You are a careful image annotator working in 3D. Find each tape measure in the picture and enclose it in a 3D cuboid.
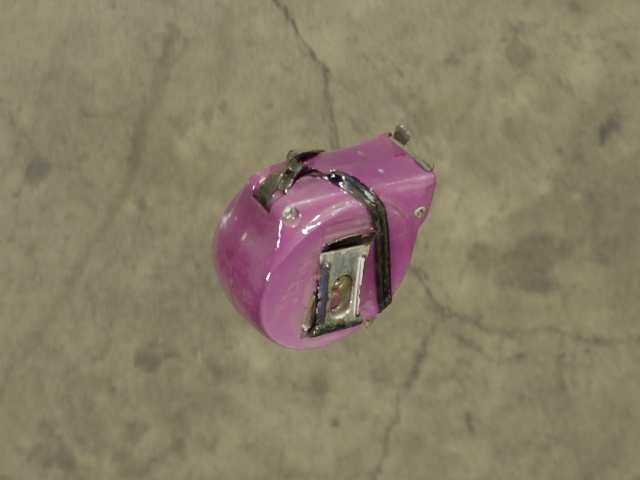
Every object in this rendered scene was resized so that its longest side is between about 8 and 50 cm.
[{"bbox_3d":[0.000,0.000,0.915,0.118,0.074,0.125,-15,131,-31],"label":"tape measure"}]
